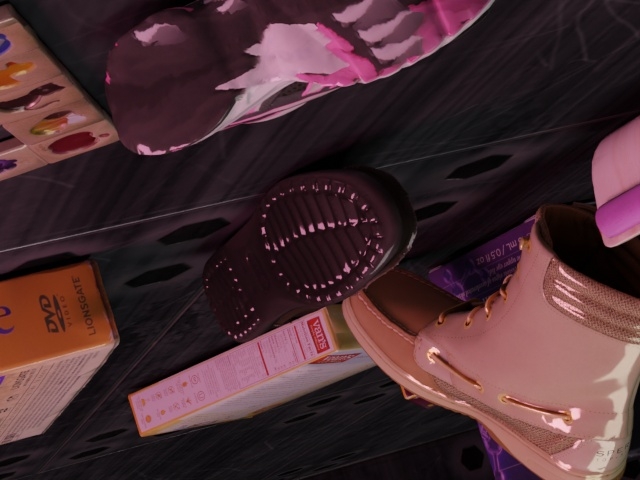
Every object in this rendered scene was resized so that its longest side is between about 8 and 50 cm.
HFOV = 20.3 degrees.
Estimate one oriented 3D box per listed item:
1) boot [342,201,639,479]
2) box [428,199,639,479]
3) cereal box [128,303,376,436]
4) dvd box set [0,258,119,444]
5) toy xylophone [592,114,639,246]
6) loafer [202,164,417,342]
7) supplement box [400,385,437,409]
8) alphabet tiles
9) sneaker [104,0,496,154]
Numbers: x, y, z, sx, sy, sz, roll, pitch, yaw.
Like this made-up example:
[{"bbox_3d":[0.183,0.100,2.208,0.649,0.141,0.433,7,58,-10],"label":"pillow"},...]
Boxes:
[{"bbox_3d":[0.137,0.045,1.327,0.095,0.262,0.203,-29,144,-38],"label":"boot"},{"bbox_3d":[0.200,0.090,1.467,0.108,0.207,0.153,-9,166,-36],"label":"box"},{"bbox_3d":[-0.032,0.115,1.628,0.240,0.047,0.173,-26,166,32],"label":"cereal box"},{"bbox_3d":[-0.362,0.124,1.146,0.420,0.062,0.307,-14,168,-21],"label":"dvd box set"},{"bbox_3d":[0.334,-0.081,1.190,0.322,0.081,0.236,-13,167,-26],"label":"toy xylophone"},{"bbox_3d":[0.000,0.000,1.109,0.078,0.080,0.220,-22,177,-32],"label":"loafer"},{"bbox_3d":[0.130,0.111,1.772,0.104,0.081,0.188,-20,169,6],"label":"supplement box"},{"bbox_3d":[-0.201,-0.042,0.751,0.198,0.009,0.237,-18,168,3],"label":"alphabet tiles"},{"bbox_3d":[-0.002,-0.091,0.716,0.178,0.072,0.077,-16,-177,31],"label":"sneaker"}]
